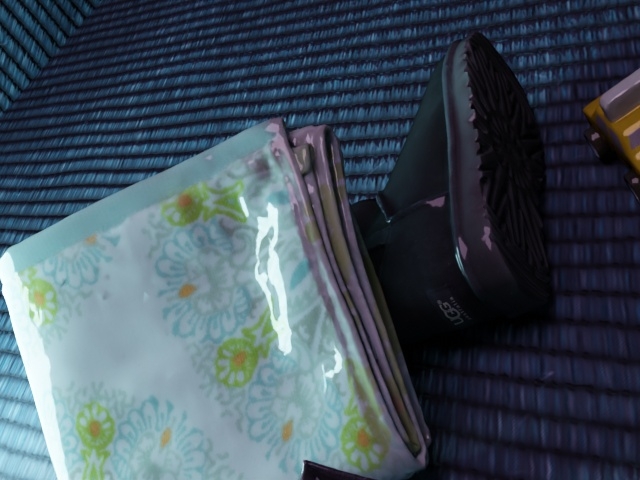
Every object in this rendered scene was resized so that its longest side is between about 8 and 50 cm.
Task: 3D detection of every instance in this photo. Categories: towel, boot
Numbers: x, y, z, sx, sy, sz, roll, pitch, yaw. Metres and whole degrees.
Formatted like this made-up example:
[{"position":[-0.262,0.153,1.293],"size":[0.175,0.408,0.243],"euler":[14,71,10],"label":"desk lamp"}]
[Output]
[{"position":[-0.107,0.100,1.008],"size":[0.374,0.090,0.320],"euler":[-23,76,26],"label":"towel"},{"position":[0.000,0.001,1.164],"size":[0.445,0.146,0.367],"euler":[-27,31,28],"label":"boot"}]

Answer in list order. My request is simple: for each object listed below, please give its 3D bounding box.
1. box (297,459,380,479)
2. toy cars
[{"position":[-0.036,0.327,0.660],"size":[0.295,0.073,0.293],"euler":[107,-179,-47],"label":"box"},{"position":[0.337,-0.189,1.082],"size":[0.176,0.087,0.393],"euler":[-7,44,42],"label":"toy cars"}]
